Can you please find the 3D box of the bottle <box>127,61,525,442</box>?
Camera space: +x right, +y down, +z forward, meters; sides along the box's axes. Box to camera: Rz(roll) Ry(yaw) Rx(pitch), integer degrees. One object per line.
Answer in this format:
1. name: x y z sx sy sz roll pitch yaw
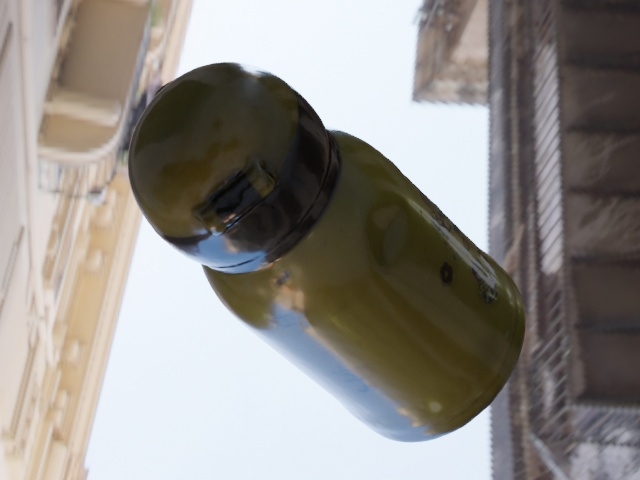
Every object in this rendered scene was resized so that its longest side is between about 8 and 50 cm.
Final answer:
1. bottle: 0.000 0.000 1.211 0.171 0.351 0.171 -23 -135 25
